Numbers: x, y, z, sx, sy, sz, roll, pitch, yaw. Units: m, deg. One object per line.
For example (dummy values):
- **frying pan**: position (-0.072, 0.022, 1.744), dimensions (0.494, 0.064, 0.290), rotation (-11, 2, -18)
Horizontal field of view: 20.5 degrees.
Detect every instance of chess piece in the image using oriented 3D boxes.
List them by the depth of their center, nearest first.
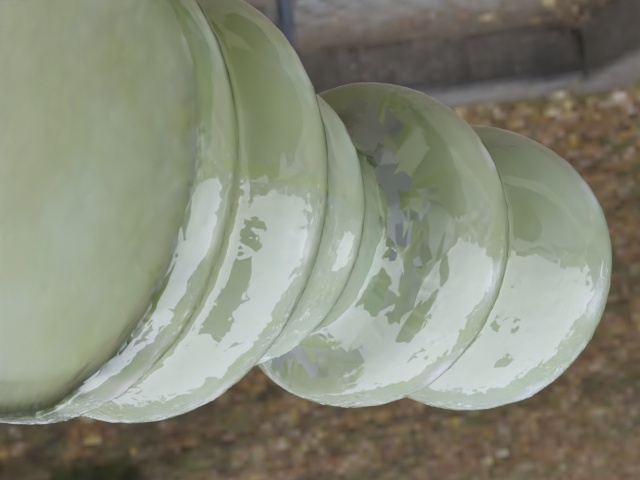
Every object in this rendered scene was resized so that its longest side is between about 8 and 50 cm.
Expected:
- **chess piece**: position (0.000, 0.000, 0.604), dimensions (0.144, 0.144, 0.251), rotation (-12, 164, 41)
